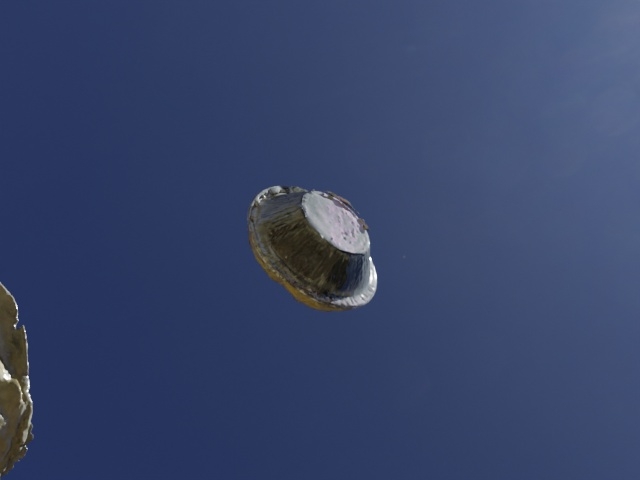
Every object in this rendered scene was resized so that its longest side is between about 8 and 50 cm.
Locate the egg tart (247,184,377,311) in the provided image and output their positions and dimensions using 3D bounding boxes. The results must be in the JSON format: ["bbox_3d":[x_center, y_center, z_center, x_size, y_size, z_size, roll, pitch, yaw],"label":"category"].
[{"bbox_3d":[0.000,0.000,0.977,0.234,0.234,0.094,47,-58,6],"label":"egg tart"}]

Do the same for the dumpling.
[{"bbox_3d":[-0.401,0.193,0.701,0.166,0.086,0.332,18,-112,5],"label":"dumpling"}]
